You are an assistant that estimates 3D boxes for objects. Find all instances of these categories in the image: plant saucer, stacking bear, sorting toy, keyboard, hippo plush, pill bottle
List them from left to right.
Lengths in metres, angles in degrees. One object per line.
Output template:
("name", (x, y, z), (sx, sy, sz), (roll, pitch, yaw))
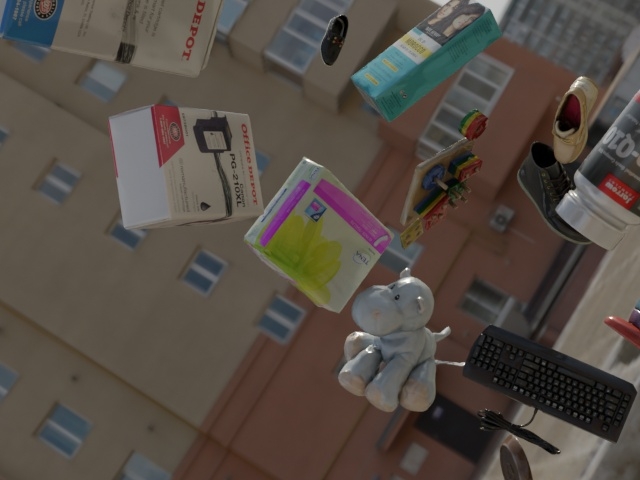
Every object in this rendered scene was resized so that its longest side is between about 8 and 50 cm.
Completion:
("hippo plush", (0.179, 0.208, 2.058), (0.234, 0.294, 0.237), (-110, 15, -50))
("sorting toy", (0.200, -0.081, 1.588), (0.132, 0.046, 0.275), (-30, -30, -32))
("plant saucer", (0.459, 0.545, 2.293), (0.168, 0.029, 0.169), (170, 90, -82))
("keyboard", (0.421, 0.307, 1.865), (0.033, 0.317, 0.202), (3, -72, -68))
("pill bottle", (0.583, -0.131, 1.829), (0.283, 0.161, 0.161), (-55, -8, 17))
("stacking bear", (0.837, 0.140, 2.276), (0.175, 0.164, 0.289), (32, -83, -42))

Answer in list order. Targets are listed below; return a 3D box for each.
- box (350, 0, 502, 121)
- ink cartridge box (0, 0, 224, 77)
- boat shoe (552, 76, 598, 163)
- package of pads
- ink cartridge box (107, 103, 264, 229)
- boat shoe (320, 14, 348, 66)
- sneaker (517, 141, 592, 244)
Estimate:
("box", (0.178, -0.312, 1.648), (0.244, 0.100, 0.060), (-38, -50, -1))
("ink cartridge box", (-0.354, -0.454, 1.612), (0.394, 0.166, 0.286), (4, -70, -48))
("boat shoe", (0.424, -0.198, 1.663), (0.059, 0.063, 0.170), (-35, -37, -35))
("package of pads", (0.000, 0.000, 2.065), (0.229, 0.101, 0.296), (-54, -48, -5))
("ink cartridge box", (-0.202, -0.111, 1.505), (0.237, 0.100, 0.172), (-6, -94, -58))
("boat shoe", (0.034, -0.480, 2.327), (0.042, 0.049, 0.133), (-16, 55, 56))
("sneaker", (0.484, -0.093, 1.965), (0.083, 0.222, 0.118), (-36, -22, -13))
